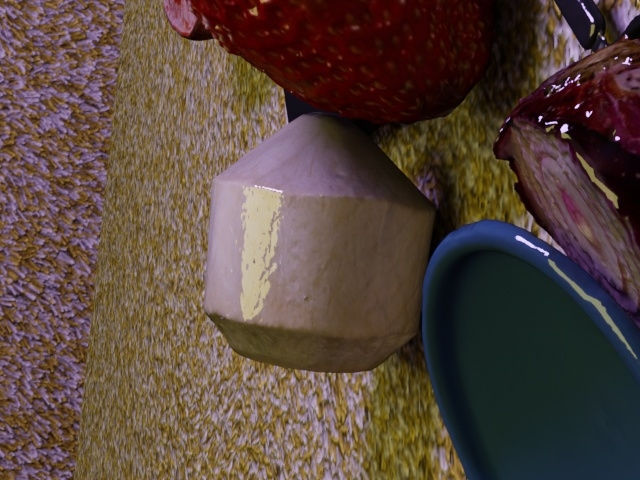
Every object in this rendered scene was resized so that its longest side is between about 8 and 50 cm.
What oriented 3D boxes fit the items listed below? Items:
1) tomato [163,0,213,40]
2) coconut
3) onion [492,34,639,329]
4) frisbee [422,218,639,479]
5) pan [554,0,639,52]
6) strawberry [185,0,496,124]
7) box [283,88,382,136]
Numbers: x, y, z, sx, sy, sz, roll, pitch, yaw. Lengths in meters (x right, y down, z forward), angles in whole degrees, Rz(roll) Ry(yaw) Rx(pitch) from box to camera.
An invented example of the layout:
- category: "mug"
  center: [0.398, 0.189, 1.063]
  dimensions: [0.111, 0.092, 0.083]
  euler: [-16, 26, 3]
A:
- category: "tomato"
  center: [-0.106, -0.404, 2.027]
  dimensions: [0.338, 0.143, 0.338]
  euler: [-177, 90, -74]
- category: "coconut"
  center: [0.000, 0.000, 1.405]
  dimensions: [0.202, 0.202, 0.222]
  euler: [-164, 79, -73]
- category: "onion"
  center: [0.200, -0.006, 0.871]
  dimensions: [0.218, 0.140, 0.195]
  euler: [61, 166, -13]
- category: "frisbee"
  center: [0.155, 0.116, 0.948]
  dimensions: [0.289, 0.049, 0.289]
  euler: [50, 154, 36]
- category: "pan"
  center: [0.199, -0.113, 1.073]
  dimensions: [0.235, 0.028, 0.136]
  euler: [-105, 28, -46]
- category: "strawberry"
  center: [0.017, -0.220, 1.291]
  dimensions: [0.288, 0.250, 0.238]
  euler: [61, -173, 16]
- category: "box"
  center: [0.013, -0.237, 1.570]
  dimensions: [0.289, 0.073, 0.290]
  euler: [143, 121, -75]
